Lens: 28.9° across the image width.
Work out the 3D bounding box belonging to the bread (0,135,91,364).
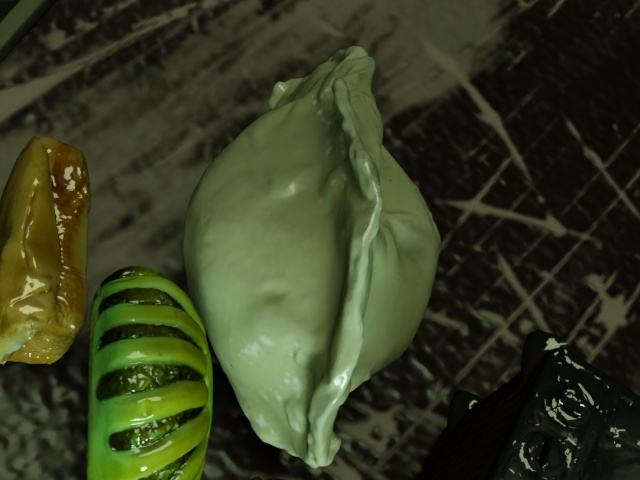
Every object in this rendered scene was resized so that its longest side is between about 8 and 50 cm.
[{"bbox_3d":[-0.167,0.007,0.731,0.053,0.074,0.132,12,63,-24],"label":"bread"}]

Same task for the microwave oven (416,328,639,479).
[{"bbox_3d":[0.163,0.198,0.672,0.247,0.188,0.178,32,59,0],"label":"microwave oven"}]

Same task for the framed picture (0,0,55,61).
[{"bbox_3d":[-0.292,-0.234,0.844,0.265,0.018,0.192,31,60,-1],"label":"framed picture"}]

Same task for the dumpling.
[{"bbox_3d":[0.000,0.000,0.715,0.147,0.193,0.258,8,64,-19],"label":"dumpling"}]

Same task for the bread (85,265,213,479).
[{"bbox_3d":[-0.095,0.087,0.686,0.071,0.130,0.139,-2,46,-7],"label":"bread"}]

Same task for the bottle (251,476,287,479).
[{"bbox_3d":[-0.020,0.184,0.706,0.063,0.047,0.101,4,58,-28],"label":"bottle"}]
